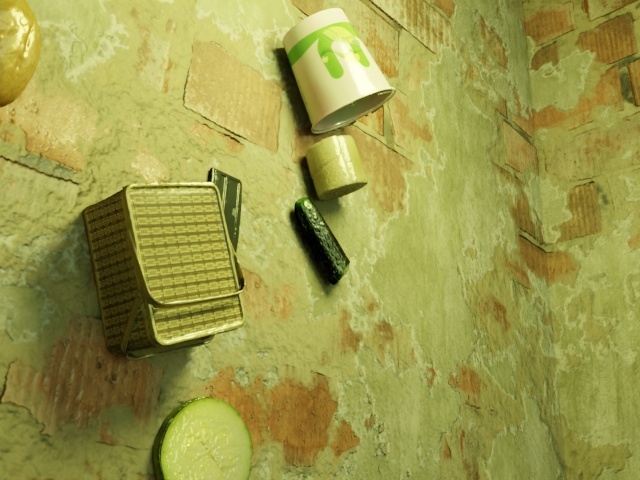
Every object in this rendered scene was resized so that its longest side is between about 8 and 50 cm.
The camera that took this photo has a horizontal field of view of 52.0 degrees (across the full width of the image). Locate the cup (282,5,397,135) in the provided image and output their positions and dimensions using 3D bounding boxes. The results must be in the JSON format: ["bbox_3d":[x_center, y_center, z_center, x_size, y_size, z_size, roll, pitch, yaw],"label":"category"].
[{"bbox_3d":[0.037,-0.458,1.774,0.253,0.253,0.274,-21,85,-49],"label":"cup"}]

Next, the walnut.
[{"bbox_3d":[-0.572,-0.324,1.085,0.195,0.195,0.221,23,68,-41],"label":"walnut"}]

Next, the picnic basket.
[{"bbox_3d":[-0.290,0.055,1.260,0.228,0.175,0.313,-5,81,-49],"label":"picnic basket"}]

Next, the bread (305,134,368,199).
[{"bbox_3d":[0.041,-0.194,1.748,0.148,0.134,0.141,-3,74,-60],"label":"bread"}]

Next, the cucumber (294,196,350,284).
[{"bbox_3d":[0.001,-0.001,1.682,0.074,0.074,0.241,-44,108,-46],"label":"cucumber"}]

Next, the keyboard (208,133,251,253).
[{"bbox_3d":[-0.219,-0.079,1.500,0.103,0.041,0.381,23,66,-42],"label":"keyboard"}]

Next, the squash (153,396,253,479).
[{"bbox_3d":[-0.232,0.420,1.305,0.219,0.041,0.219,20,59,-38],"label":"squash"}]
